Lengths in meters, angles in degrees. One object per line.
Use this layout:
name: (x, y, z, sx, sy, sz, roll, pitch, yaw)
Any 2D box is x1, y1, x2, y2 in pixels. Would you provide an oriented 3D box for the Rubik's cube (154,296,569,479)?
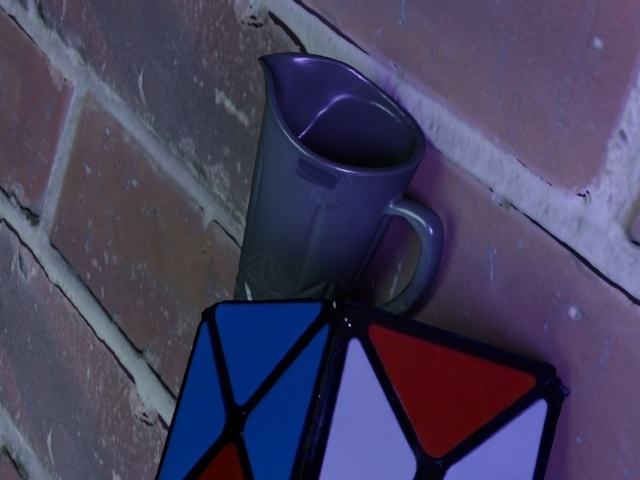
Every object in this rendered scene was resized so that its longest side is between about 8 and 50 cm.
Rubik's cube: (0.024, 0.195, 1.711, 0.246, 0.250, 0.248, -2, 72, 57)

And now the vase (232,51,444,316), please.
vase: (0.000, 0.000, 1.923, 0.251, 0.156, 0.300, 35, 126, 24)
